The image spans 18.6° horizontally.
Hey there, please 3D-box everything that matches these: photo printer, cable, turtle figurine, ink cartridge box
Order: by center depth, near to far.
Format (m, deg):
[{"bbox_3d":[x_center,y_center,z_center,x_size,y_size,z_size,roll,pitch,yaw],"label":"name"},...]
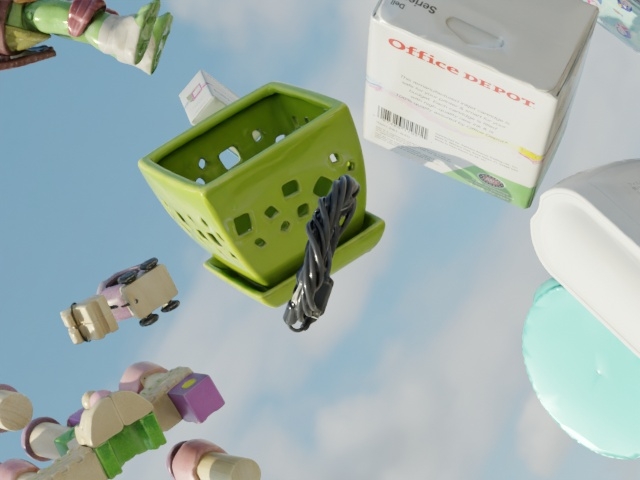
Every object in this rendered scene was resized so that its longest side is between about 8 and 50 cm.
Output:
[{"bbox_3d":[0.363,0.032,1.840,0.256,0.307,0.107,-10,-47,-40],"label":"photo printer"},{"bbox_3d":[0.158,-0.168,1.994,0.117,0.201,0.278,-62,-9,-20],"label":"ink cartridge box"},{"bbox_3d":[-0.284,-0.291,2.068,0.198,0.266,0.275,102,-170,-57],"label":"turtle figurine"},{"bbox_3d":[0.000,0.000,2.106,0.150,0.047,0.184,94,-166,-56],"label":"cable"},{"bbox_3d":[-0.135,-0.172,2.634,0.052,0.088,0.122,-49,23,11],"label":"ink cartridge box"}]

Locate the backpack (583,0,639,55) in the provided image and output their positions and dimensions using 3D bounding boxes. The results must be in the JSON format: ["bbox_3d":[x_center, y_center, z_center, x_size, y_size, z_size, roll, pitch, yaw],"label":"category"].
[{"bbox_3d":[0.402,-0.311,2.248,0.191,0.225,0.253,-51,-14,2],"label":"backpack"}]

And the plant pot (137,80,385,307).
[{"bbox_3d":[-0.064,-0.052,2.484,0.227,0.228,0.207,-33,-65,-16],"label":"plant pot"}]

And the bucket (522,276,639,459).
[{"bbox_3d":[0.401,0.129,2.461,0.183,0.281,0.281,-28,-38,-38],"label":"bucket"}]

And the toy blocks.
[{"bbox_3d":[-0.279,0.213,2.257,0.288,0.260,0.309,-33,-73,-27],"label":"toy blocks"}]
